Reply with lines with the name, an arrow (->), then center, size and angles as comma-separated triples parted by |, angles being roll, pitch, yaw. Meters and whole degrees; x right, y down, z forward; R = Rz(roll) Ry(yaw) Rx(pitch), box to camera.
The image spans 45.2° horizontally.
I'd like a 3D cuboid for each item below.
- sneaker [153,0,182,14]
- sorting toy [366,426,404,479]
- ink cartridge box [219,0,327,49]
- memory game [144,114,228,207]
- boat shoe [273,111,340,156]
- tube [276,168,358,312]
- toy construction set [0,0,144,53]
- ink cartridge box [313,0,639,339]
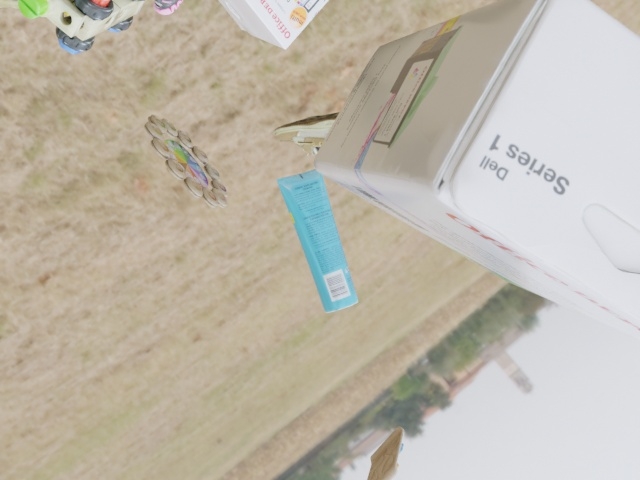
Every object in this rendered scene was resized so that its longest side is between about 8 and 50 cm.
sneaker -> -0.228, -0.422, 1.250 | 0.119, 0.047, 0.057 | -48, 164, -13
sorting toy -> 0.056, 0.226, 0.744 | 0.083, 0.012, 0.062 | -55, -174, 28
ink cartridge box -> -0.084, -0.534, 1.521 | 0.232, 0.168, 0.171 | -50, 137, -4
memory game -> -0.209, -0.125, 1.215 | 0.012, 0.186, 0.186 | -37, 168, 13
boat shoe -> -0.005, -0.121, 0.897 | 0.050, 0.045, 0.135 | -25, -163, -33
tube -> 0.000, 0.000, 1.122 | 0.080, 0.207, 0.052 | -20, -176, -40
toy construction set -> -0.347, -0.351, 1.002 | 0.151, 0.215, 0.327 | -42, -170, 48
ink cartridge box -> 0.131, -0.040, 0.489 | 0.117, 0.201, 0.278 | -61, -166, 1
